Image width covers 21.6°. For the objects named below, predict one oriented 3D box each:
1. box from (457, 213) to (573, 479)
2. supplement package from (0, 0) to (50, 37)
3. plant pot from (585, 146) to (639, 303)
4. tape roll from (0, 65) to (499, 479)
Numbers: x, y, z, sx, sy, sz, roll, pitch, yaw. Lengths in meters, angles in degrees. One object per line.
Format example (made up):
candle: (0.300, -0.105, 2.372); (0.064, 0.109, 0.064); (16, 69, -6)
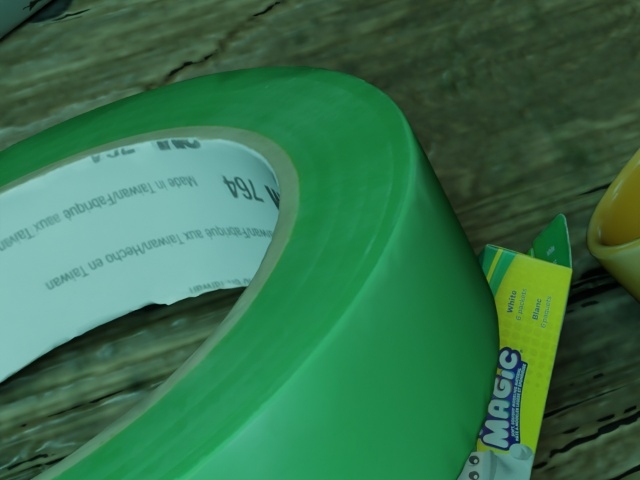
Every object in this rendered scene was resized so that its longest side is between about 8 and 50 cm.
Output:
box: (0.062, 0.081, 0.702); (0.043, 0.105, 0.179); (18, 68, -2)
supplement package: (-0.231, -0.153, 0.714); (0.293, 0.177, 0.175); (-40, 80, -18)
plant pot: (0.252, 0.000, 0.718); (0.188, 0.205, 0.205); (46, 71, -6)
tape roll: (-0.098, 0.057, 0.592); (0.321, 0.321, 0.077); (-37, 117, -18)
